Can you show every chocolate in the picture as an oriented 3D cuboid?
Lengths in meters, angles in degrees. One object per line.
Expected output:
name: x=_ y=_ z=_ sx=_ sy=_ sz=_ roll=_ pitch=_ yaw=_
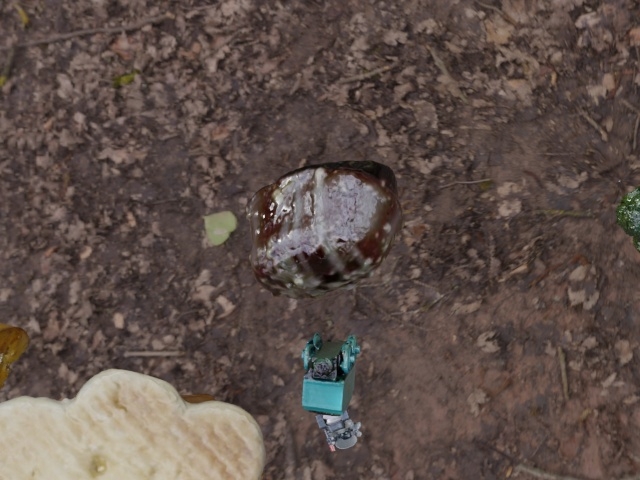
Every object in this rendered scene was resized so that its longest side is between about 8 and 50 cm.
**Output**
chocolate: x=0.000 y=0.000 z=1.224 sx=0.340 sy=0.225 sz=0.210 roll=-18 pitch=53 yaw=29

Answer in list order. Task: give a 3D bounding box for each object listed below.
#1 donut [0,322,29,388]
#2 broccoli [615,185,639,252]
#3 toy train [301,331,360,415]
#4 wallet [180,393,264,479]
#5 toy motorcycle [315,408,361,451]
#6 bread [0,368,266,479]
donut: x=-0.461 y=0.160 z=0.869 sx=0.043 sy=0.097 sz=0.108 roll=23 pitch=71 yaw=19
broccoli: x=0.760 y=-0.087 z=1.276 sx=0.304 sy=0.283 sz=0.321 roll=36 pitch=135 yaw=-25
toy train: x=0.021 y=0.272 z=1.294 sx=0.107 sy=0.198 sz=0.154 roll=4 pitch=93 yaw=11
wallet: x=-0.192 y=0.300 z=0.935 sx=0.195 sy=0.161 sz=0.042 roll=36 pitch=108 yaw=42
toy motorcycle: x=0.047 y=0.476 z=1.672 sx=0.102 sy=0.221 sz=0.150 roll=-18 pitch=72 yaw=4
bread: x=-0.179 y=0.264 z=0.539 sx=0.316 sy=0.054 sz=0.315 roll=2 pitch=82 yaw=-17
